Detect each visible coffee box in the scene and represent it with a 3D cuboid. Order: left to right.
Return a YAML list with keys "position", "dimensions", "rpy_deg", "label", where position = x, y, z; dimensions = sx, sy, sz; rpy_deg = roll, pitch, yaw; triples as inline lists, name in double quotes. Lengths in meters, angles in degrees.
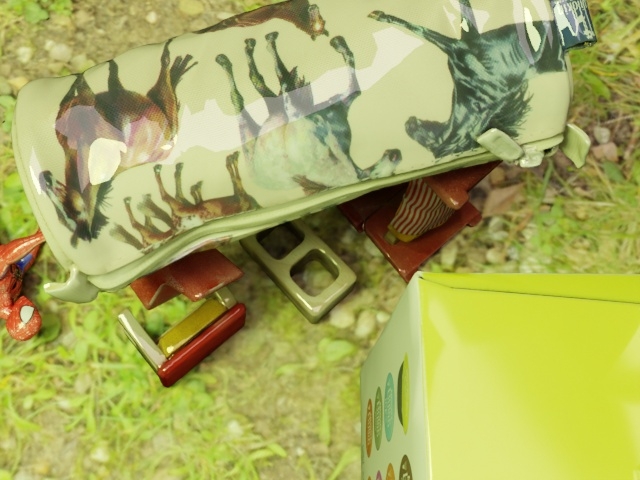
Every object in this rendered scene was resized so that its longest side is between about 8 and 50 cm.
- position: [0.214, 0.228, 0.633]
  dimensions: [0.338, 0.334, 0.338]
  rpy_deg: [1, 70, -4]
  label: "coffee box"

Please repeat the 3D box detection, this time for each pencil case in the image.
- position: [-0.013, -0.087, 0.619]
  dimensions: [0.410, 0.160, 0.184]
  rpy_deg: [-19, 60, -6]
  label: "pencil case"

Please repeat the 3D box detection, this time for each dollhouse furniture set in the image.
- position: [0.000, 0.000, 0.771]
  dimensions: [0.374, 0.201, 0.152]
  rpy_deg: [-40, 78, -17]
  label: "dollhouse furniture set"

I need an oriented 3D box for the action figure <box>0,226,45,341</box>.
- position: [-0.314, -0.040, 0.817]
  dimensions: [0.139, 0.091, 0.280]
  rpy_deg: [-29, 74, -5]
  label: "action figure"
